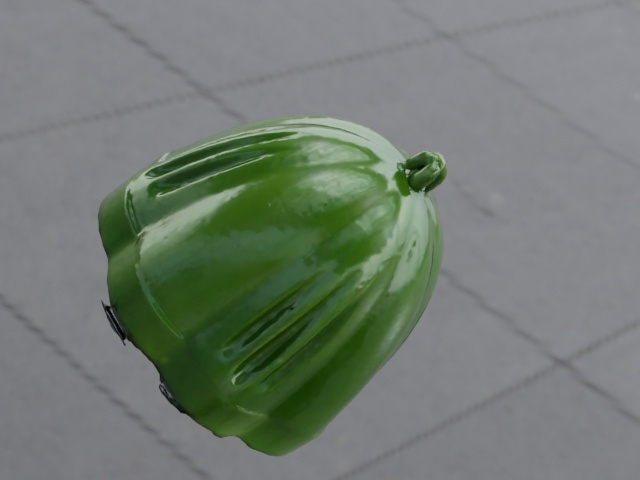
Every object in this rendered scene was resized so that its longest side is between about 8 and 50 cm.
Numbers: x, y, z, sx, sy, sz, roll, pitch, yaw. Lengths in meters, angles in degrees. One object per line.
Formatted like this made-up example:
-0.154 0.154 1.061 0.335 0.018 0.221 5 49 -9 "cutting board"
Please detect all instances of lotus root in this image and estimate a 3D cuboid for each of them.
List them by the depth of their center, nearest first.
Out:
0.000 0.000 1.048 0.186 0.186 0.186 19 28 -11 "lotus root"
